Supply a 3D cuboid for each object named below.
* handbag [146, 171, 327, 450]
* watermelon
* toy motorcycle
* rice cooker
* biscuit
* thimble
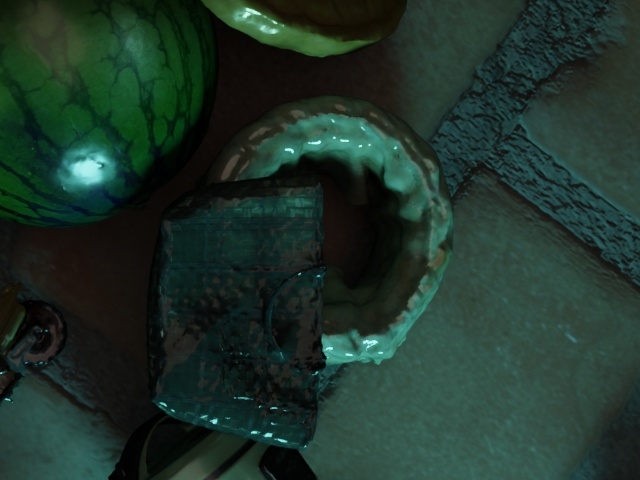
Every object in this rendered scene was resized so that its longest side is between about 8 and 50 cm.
[{"bbox_3d":[-0.079,0.065,1.396,0.175,0.088,0.270,3,92,-5],"label":"handbag"},{"bbox_3d":[-0.267,-0.185,1.430,0.363,0.363,0.363,1,85,-13],"label":"watermelon"},{"bbox_3d":[-0.374,0.134,1.504,0.130,0.094,0.229,44,73,-5],"label":"toy motorcycle"},{"bbox_3d":[-0.105,0.282,1.490,0.226,0.226,0.244,-38,91,-13],"label":"rice cooker"},{"bbox_3d":[-0.054,-0.349,1.506,0.062,0.385,0.365,-38,87,31],"label":"biscuit"},{"bbox_3d":[0.000,0.000,1.545,0.291,0.195,0.291,1,85,-10],"label":"thimble"}]
